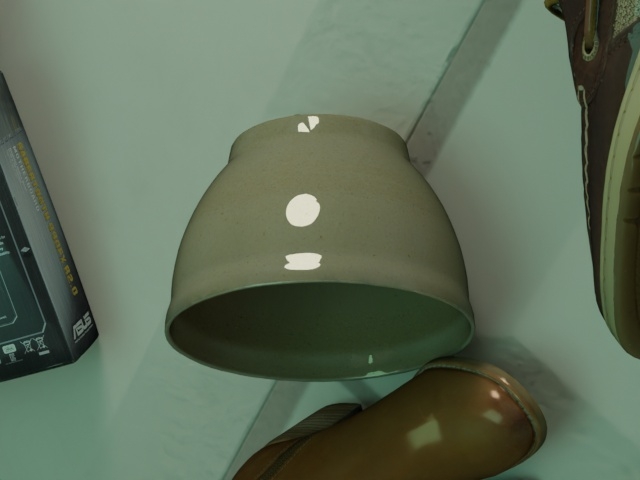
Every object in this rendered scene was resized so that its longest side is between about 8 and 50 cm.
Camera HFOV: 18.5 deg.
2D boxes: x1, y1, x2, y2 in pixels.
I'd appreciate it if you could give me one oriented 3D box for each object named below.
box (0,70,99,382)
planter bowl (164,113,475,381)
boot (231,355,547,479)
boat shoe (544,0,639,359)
[{"bbox_3d":[-0.278,0.014,1.235,0.231,0.056,0.183,-16,102,14],"label":"box"},{"bbox_3d":[0.000,0.000,1.043,0.162,0.162,0.109,-19,61,39],"label":"planter bowl"},{"bbox_3d":[0.016,0.137,1.036,0.197,0.152,0.073,-23,102,48],"label":"boot"},{"bbox_3d":[0.170,-0.115,0.911,0.123,0.123,0.342,-139,46,-59],"label":"boat shoe"}]
